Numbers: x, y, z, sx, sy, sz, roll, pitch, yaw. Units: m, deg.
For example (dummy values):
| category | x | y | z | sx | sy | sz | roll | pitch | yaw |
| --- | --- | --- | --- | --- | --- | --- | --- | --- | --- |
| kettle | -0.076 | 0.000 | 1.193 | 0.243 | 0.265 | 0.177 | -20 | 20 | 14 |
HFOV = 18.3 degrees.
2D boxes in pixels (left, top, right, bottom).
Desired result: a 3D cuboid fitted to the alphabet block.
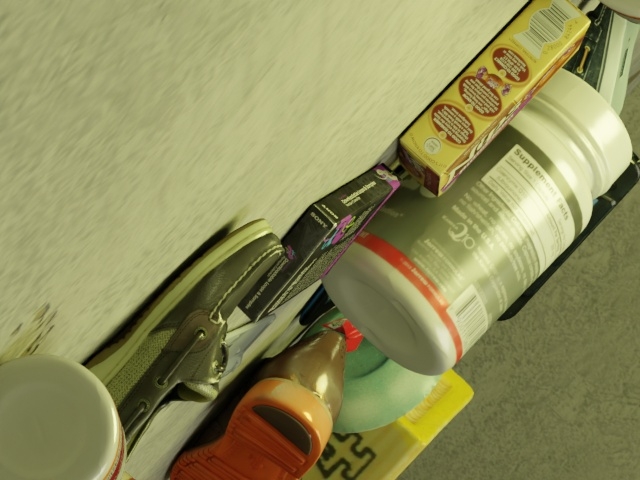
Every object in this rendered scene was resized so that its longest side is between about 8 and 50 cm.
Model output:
| category | x | y | z | sx | sy | sz | roll | pitch | yaw |
| --- | --- | --- | --- | --- | --- | --- | --- | --- | --- |
| alphabet block | 0.034 | 0.211 | 2.400 | 0.197 | 0.193 | 0.192 | -50 | 174 | 26 |

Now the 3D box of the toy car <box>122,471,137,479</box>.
| category | x | y | z | sx | sy | sz | roll | pitch | yaw |
| --- | --- | --- | --- | --- | --- | --- | --- | --- | --- |
| toy car | -0.167 | 0.335 | 1.671 | 0.210 | 0.238 | 0.219 | -46 | 174 | -2 |

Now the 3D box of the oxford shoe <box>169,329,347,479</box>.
| category | x | y | z | sx | sy | sz | roll | pitch | yaw |
| --- | --- | --- | --- | --- | --- | --- | --- | --- | --- |
| oxford shoe | -0.057 | 0.214 | 2.164 | 0.133 | 0.130 | 0.363 | -58 | -173 | -35 |

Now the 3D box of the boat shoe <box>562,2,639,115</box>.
| category | x | y | z | sx | sy | sz | roll | pitch | yaw |
| --- | --- | --- | --- | --- | --- | --- | --- | --- | --- |
| boat shoe | 0.275 | -0.208 | 2.020 | 0.065 | 0.083 | 0.183 | -38 | 142 | -56 |

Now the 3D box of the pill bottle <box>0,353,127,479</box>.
| category | x | y | z | sx | sy | sz | roll | pitch | yaw |
| --- | --- | --- | --- | --- | --- | --- | --- | --- | --- |
| pill bottle | -0.153 | 0.117 | 1.126 | 0.086 | 0.086 | 0.152 | -45 | 173 | -12 |

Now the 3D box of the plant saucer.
| category | x | y | z | sx | sy | sz | roll | pitch | yaw |
| --- | --- | --- | --- | --- | --- | --- | --- | --- | --- |
| plant saucer | 0.046 | 0.123 | 2.199 | 0.195 | 0.195 | 0.037 | -45 | 136 | -17 |

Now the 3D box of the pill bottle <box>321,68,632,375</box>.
| category | x | y | z | sx | sy | sz | roll | pitch | yaw |
| --- | --- | --- | --- | --- | --- | --- | --- | --- | --- |
| pill bottle | 0.146 | -0.025 | 1.839 | 0.283 | 0.161 | 0.161 | -45 | 173 | -19 |

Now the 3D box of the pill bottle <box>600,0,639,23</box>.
| category | x | y | z | sx | sy | sz | roll | pitch | yaw |
| --- | --- | --- | --- | --- | --- | --- | --- | --- | --- |
| pill bottle | 0.261 | -0.226 | 1.535 | 0.121 | 0.121 | 0.221 | -48 | 173 | 11 |

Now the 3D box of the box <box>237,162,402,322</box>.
| category | x | y | z | sx | sy | sz | roll | pitch | yaw |
| --- | --- | --- | --- | --- | --- | --- | --- | --- | --- |
| box | 0.000 | 0.000 | 1.645 | 0.116 | 0.029 | 0.162 | -51 | 174 | 24 |

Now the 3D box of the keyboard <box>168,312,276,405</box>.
| category | x | y | z | sx | sy | sz | roll | pitch | yaw |
| --- | --- | --- | --- | --- | --- | --- | --- | --- | --- |
| keyboard | -0.094 | 0.104 | 1.760 | 0.072 | 0.014 | 0.256 | -53 | 172 | 11 |

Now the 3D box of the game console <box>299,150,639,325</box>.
| category | x | y | z | sx | sy | sz | roll | pitch | yaw |
| --- | --- | --- | --- | --- | --- | --- | --- | --- | --- |
| game console | 0.156 | 0.002 | 2.075 | 0.293 | 0.250 | 0.173 | -52 | -162 | 42 |

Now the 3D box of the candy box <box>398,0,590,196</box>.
| category | x | y | z | sx | sy | sz | roll | pitch | yaw |
| --- | --- | --- | --- | --- | --- | --- | --- | --- | --- |
| candy box | 0.147 | -0.127 | 1.714 | 0.186 | 0.053 | 0.109 | -47 | 174 | -5 |

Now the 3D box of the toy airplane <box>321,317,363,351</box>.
| category | x | y | z | sx | sy | sz | roll | pitch | yaw |
| --- | --- | --- | --- | --- | --- | --- | --- | --- | --- |
| toy airplane | 0.076 | 0.076 | 2.085 | 0.151 | 0.028 | 0.151 | -16 | 148 | -11 |

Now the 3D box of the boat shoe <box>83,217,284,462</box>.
| category | x | y | z | sx | sy | sz | roll | pitch | yaw |
| --- | --- | --- | --- | --- | --- | --- | --- | --- | --- |
| boat shoe | -0.097 | 0.080 | 1.312 | 0.223 | 0.073 | 0.080 | -44 | 173 | -17 |
